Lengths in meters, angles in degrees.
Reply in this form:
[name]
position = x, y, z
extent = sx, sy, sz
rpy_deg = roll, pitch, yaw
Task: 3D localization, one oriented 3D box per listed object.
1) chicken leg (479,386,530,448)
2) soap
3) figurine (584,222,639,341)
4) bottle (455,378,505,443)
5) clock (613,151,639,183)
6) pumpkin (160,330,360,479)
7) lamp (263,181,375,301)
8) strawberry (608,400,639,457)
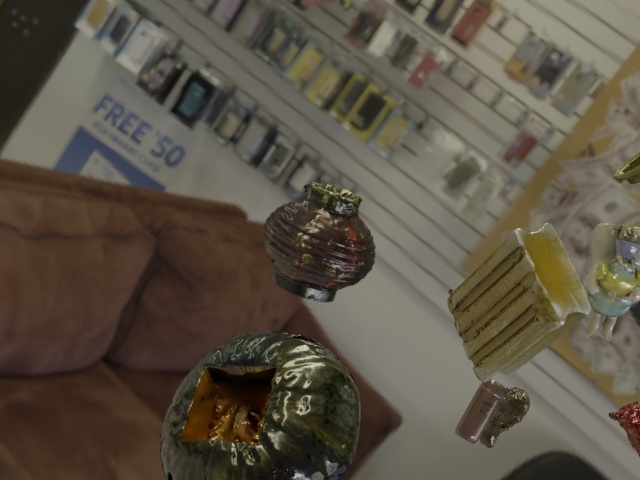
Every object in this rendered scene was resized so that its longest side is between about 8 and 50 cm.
[chicken leg]
position = 0.426, 0.414, 2.348
extent = 0.085, 0.197, 0.069
rpy_deg = 38, 38, 19
[soap]
position = 0.320, 0.107, 1.660
extent = 0.089, 0.274, 0.173
rpy_deg = -10, 67, -24
[figurine]
position = 0.594, 0.089, 2.015
extent = 0.127, 0.235, 0.155
rpy_deg = 10, 0, -8
[bottle]
position = 0.340, 0.361, 2.131
extent = 0.053, 0.140, 0.053
rpy_deg = 29, -3, 2
[clock]
position = 0.676, -0.169, 1.923
extent = 0.057, 0.237, 0.237
rpy_deg = 54, 13, -1
[pumpkin]
position = -0.092, 0.281, 1.490
extent = 0.192, 0.320, 0.320
rpy_deg = 50, 0, -43
[lamp]
position = 0.000, 0.000, 2.025
extent = 0.247, 0.247, 0.247
rpy_deg = 34, 13, -9
[strawberry]
position = 0.579, 0.343, 1.753
extent = 0.145, 0.086, 0.145
rpy_deg = 52, 13, -17
